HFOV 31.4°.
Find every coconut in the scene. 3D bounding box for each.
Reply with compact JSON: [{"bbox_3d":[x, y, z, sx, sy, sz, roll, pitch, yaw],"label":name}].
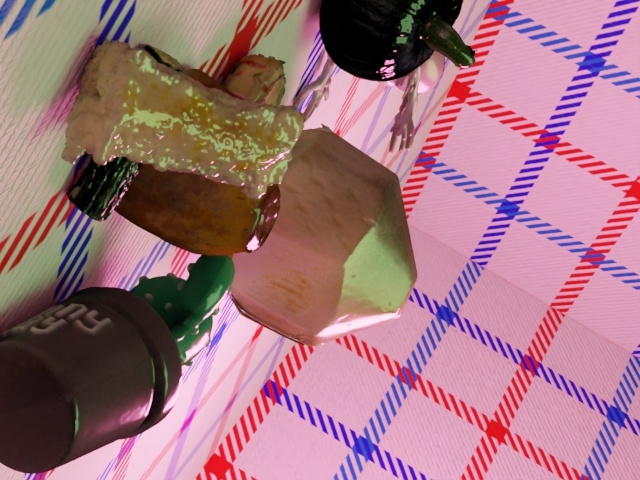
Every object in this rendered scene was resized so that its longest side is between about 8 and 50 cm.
[{"bbox_3d":[0.000,0.000,1.795,0.352,0.353,0.352,-57,172,-13],"label":"coconut"}]

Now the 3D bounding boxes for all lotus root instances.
[{"bbox_3d":[-0.124,-0.079,1.335,0.199,0.180,0.188,-62,169,13],"label":"lotus root"}]

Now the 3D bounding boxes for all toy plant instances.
[{"bbox_3d":[-0.232,0.128,1.361,0.279,0.185,0.400,-58,167,23],"label":"toy plant"}]

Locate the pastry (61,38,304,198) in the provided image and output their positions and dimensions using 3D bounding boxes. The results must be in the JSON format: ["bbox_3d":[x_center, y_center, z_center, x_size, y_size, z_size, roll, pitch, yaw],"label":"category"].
[{"bbox_3d":[-0.130,-0.117,1.124,0.258,0.089,0.121,9,116,-47],"label":"pastry"}]

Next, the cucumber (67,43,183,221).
[{"bbox_3d":[-0.199,-0.108,1.178,0.187,0.058,0.058,-61,172,10],"label":"cucumber"}]

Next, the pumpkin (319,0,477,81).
[{"bbox_3d":[0.133,-0.339,1.704,0.248,0.248,0.248,-57,172,-13],"label":"pumpkin"}]

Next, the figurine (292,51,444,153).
[{"bbox_3d":[0.119,-0.302,1.956,0.316,0.207,0.284,-8,117,-74],"label":"figurine"}]

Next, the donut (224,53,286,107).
[{"bbox_3d":[-0.102,-0.166,1.493,0.174,0.068,0.174,25,90,-86],"label":"donut"}]
